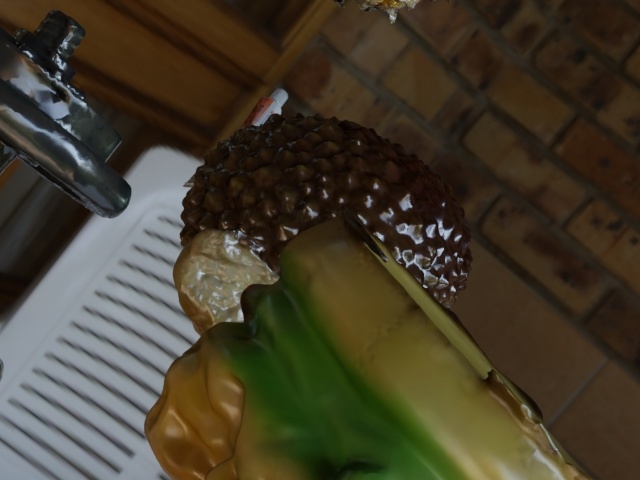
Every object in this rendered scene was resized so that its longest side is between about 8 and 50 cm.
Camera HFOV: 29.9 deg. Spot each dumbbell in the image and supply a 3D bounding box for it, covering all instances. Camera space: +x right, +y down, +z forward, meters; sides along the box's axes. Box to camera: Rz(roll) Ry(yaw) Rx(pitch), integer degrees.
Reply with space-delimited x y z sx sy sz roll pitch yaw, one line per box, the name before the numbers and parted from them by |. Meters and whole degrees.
dumbbell | -0.237 -0.020 0.740 0.192 0.290 0.192 34 -7 5

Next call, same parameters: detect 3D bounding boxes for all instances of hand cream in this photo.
hand cream | -0.114 -0.145 1.708 0.038 0.216 0.052 44 -32 -7

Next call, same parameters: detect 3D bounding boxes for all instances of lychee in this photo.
lychee | 0.000 0.000 1.112 0.267 0.267 0.267 39 8 -7

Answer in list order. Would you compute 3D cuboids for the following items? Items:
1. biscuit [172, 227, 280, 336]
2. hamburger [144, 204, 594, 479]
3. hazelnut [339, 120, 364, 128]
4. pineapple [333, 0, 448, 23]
biscuit | -0.029 0.065 0.863 0.183 0.061 0.118 27 -27 -13
hamburger | 0.032 0.111 0.523 0.237 0.149 0.237 46 2 -2
hazelnut | 0.000 -0.041 1.454 0.208 0.208 0.208 39 8 -7
pineapple | 0.076 -0.324 1.216 0.221 0.221 0.047 39 10 -2
